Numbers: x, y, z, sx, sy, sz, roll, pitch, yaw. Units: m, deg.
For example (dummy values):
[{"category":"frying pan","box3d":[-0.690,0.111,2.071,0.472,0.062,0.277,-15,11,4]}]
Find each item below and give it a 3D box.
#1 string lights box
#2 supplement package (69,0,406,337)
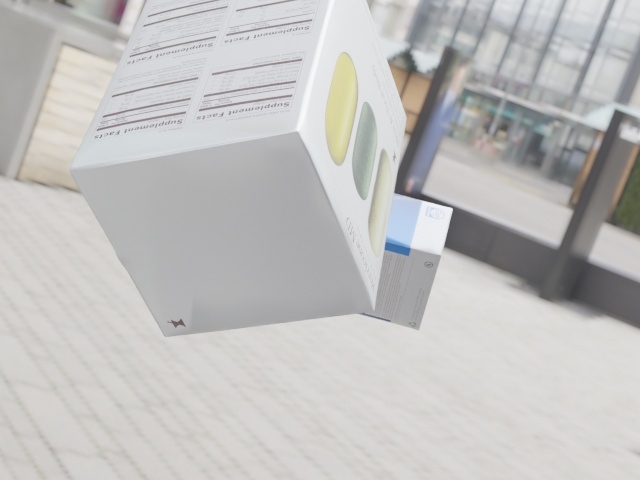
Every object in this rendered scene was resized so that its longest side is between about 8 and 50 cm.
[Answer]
[{"category":"string lights box","box3d":[0.000,0.000,1.418,0.259,0.133,0.077,15,49,4]},{"category":"supplement package","box3d":[-0.056,-0.085,1.132,0.198,0.199,0.263,-8,40,19]}]
